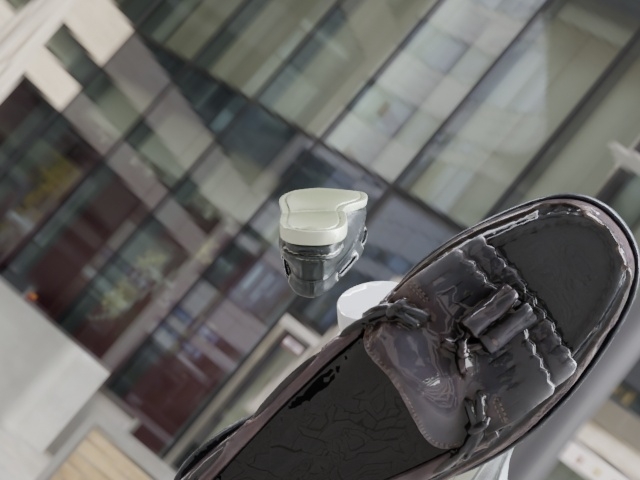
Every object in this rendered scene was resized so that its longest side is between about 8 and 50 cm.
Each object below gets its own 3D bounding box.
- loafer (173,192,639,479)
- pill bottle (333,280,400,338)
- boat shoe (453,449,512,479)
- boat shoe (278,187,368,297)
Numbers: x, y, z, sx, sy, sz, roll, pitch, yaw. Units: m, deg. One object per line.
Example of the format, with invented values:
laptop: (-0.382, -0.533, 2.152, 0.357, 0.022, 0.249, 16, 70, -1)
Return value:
loafer: (0.035, 0.089, 0.661, 0.109, 0.302, 0.095, 53, 15, 5)
pill bottle: (0.066, 0.143, 1.305, 0.108, 0.108, 0.193, 29, -45, 48)
boat shoe: (0.162, 0.280, 1.296, 0.081, 0.227, 0.079, 26, 15, 15)
boat shoe: (0.004, 0.000, 1.814, 0.127, 0.113, 0.340, 0, 13, 1)
